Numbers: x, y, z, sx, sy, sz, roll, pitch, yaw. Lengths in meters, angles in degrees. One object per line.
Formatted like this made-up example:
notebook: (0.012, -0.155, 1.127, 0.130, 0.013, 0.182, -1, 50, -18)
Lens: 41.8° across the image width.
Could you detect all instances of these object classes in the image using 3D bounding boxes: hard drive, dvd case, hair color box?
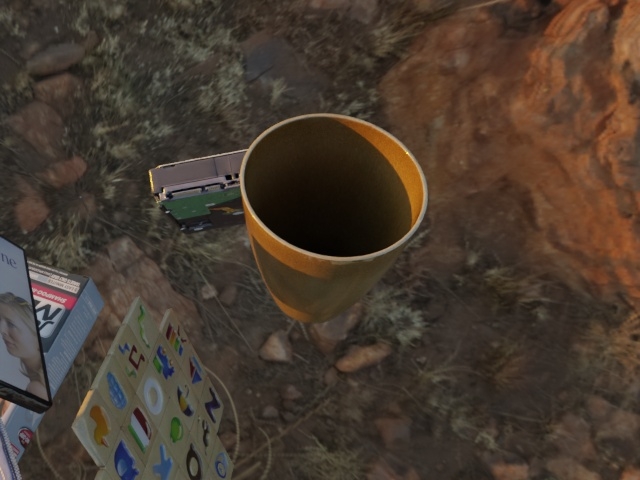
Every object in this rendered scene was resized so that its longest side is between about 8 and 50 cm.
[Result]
hard drive: (-0.152, -0.084, 1.463, 0.236, 0.339, 0.064, -11, 83, -2)
dvd case: (-0.379, 0.058, 0.914, 0.022, 0.253, 0.180, -37, 138, 10)
hair color box: (-0.571, 0.220, 1.526, 0.185, 0.114, 0.375, 17, 61, 11)

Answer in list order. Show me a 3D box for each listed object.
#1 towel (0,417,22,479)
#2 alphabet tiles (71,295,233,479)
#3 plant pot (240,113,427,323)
towel: (-0.505, 0.418, 1.129, 0.040, 0.243, 0.336, 25, 98, -39)
alphabet tiles: (-0.178, 0.240, 0.963, 0.011, 0.342, 0.285, -16, 117, 13)
plant pot: (0.000, 0.000, 1.146, 0.237, 0.254, 0.237, 5, 53, -7)
